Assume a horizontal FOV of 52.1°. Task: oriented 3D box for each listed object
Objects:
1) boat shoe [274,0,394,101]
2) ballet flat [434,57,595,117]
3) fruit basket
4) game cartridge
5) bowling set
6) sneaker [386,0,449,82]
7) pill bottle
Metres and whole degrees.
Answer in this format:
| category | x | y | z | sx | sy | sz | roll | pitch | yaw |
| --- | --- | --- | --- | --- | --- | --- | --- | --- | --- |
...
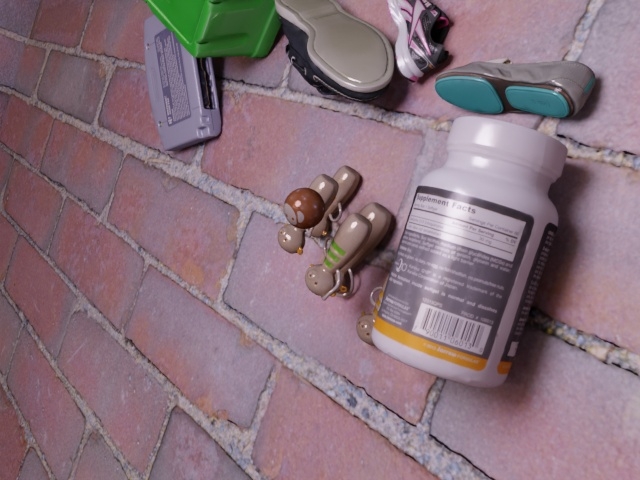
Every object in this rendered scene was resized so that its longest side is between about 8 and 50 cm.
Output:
| category | x | y | z | sx | sy | sz | roll | pitch | yaw |
| --- | --- | --- | --- | --- | --- | --- | --- | --- | --- |
| boat shoe | 0.016 | -0.294 | 1.058 | 0.340 | 0.127 | 0.113 | 52 | 155 | 41 |
| ballet flat | 0.241 | -0.196 | 0.821 | 0.213 | 0.072 | 0.068 | 22 | 67 | 48 |
| fruit basket | -0.167 | -0.561 | 1.229 | 0.283 | 0.393 | 0.391 | 128 | 138 | -52 |
| game cartridge | -0.303 | -0.348 | 1.402 | 0.196 | 0.060 | 0.294 | -7 | 92 | 43 |
| bowling set | 0.000 | 0.000 | 0.920 | 0.154 | 0.200 | 0.287 | -56 | 40 | 21 |
| sneaker | 0.151 | -0.321 | 0.958 | 0.077 | 0.072 | 0.178 | -16 | 74 | 31 |
| pill bottle | 0.172 | 0.012 | 0.747 | 0.162 | 0.162 | 0.278 | 20 | 92 | 49 |
